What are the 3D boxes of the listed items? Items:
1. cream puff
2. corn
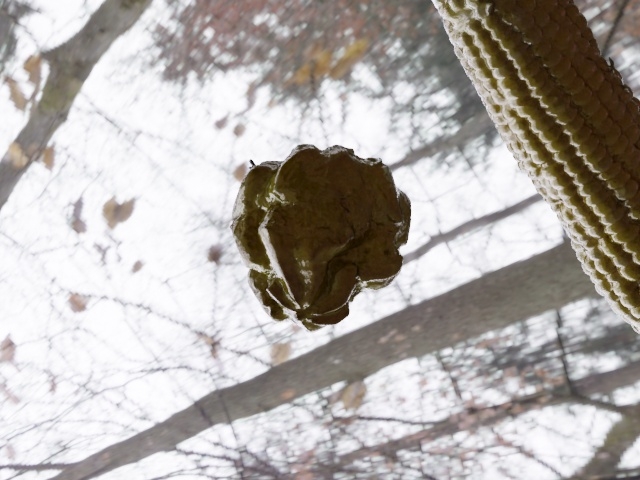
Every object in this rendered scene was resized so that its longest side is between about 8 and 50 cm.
[{"bbox_3d":[0.000,0.001,0.955,0.156,0.121,0.156,0,-101,-1],"label":"cream puff"},{"bbox_3d":[0.159,-0.054,0.690,0.086,0.086,0.288,-47,-69,-29],"label":"corn"}]
